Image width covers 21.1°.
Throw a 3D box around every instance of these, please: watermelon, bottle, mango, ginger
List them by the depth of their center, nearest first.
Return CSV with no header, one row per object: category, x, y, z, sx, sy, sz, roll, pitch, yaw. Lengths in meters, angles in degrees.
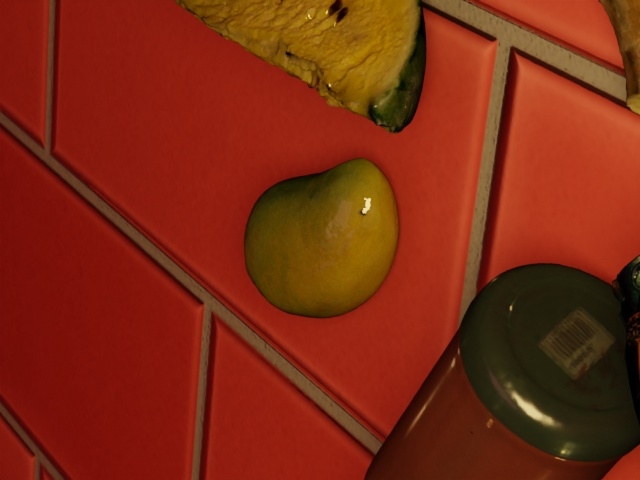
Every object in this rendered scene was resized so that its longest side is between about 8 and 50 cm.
ginger,0.206,-0.127,1.094,0.057,0.044,0.137,117,138,-70
bottle,0.114,0.163,1.235,0.144,0.144,0.336,64,147,26
watermelon,-0.003,-0.167,1.342,0.301,0.129,0.123,33,128,45
mango,0.000,0.004,1.428,0.191,0.085,0.122,-15,82,60

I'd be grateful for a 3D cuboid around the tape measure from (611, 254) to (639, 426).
tape measure,0.263,0.063,0.958,0.223,0.135,0.202,-41,54,49
